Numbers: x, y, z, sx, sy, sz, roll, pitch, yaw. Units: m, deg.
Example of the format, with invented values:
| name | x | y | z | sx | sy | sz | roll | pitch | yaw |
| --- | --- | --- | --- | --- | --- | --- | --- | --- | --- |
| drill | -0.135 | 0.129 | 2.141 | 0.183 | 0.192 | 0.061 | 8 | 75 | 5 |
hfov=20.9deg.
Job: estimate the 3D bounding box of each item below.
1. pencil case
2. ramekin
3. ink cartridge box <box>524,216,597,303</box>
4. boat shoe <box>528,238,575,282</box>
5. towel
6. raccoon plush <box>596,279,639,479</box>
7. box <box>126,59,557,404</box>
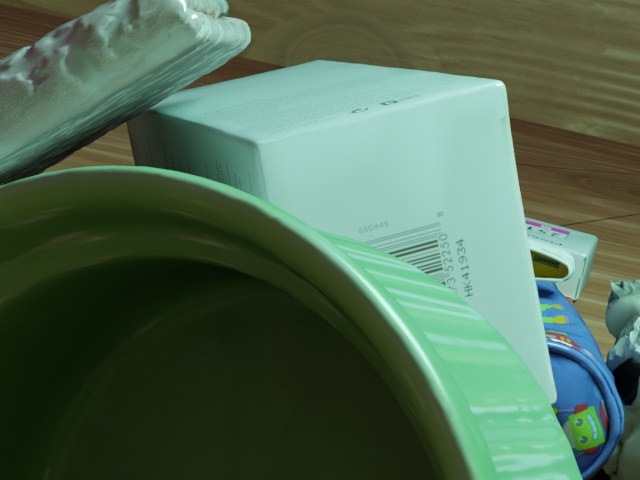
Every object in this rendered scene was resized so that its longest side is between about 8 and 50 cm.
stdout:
| name | x | y | z | sx | sy | sz | roll | pitch | yaw |
| --- | --- | --- | --- | --- | --- | --- | --- | --- | --- |
| pencil case | 0.146 | 0.094 | 1.358 | 0.133 | 0.119 | 0.306 | 0 | 13 | -1 |
| ramekin | -0.046 | 0.128 | 0.641 | 0.303 | 0.303 | 0.148 | 19 | 6 | 27 |
| ink cartridge box | 0.153 | 0.005 | 1.892 | 0.275 | 0.060 | 0.239 | 15 | 12 | 11 |
| boat shoe | 0.150 | 0.014 | 1.363 | 0.100 | 0.035 | 0.035 | 15 | 12 | 8 |
| towel | -0.204 | -0.066 | 1.099 | 0.332 | 0.053 | 0.317 | -31 | 3 | 7 |
| raccoon plush | 0.415 | 0.087 | 1.274 | 0.446 | 0.216 | 0.299 | -13 | 11 | -2 |
| box | 0.000 | 0.000 | 1.209 | 0.168 | 0.215 | 0.345 | -15 | 13 | -17 |
